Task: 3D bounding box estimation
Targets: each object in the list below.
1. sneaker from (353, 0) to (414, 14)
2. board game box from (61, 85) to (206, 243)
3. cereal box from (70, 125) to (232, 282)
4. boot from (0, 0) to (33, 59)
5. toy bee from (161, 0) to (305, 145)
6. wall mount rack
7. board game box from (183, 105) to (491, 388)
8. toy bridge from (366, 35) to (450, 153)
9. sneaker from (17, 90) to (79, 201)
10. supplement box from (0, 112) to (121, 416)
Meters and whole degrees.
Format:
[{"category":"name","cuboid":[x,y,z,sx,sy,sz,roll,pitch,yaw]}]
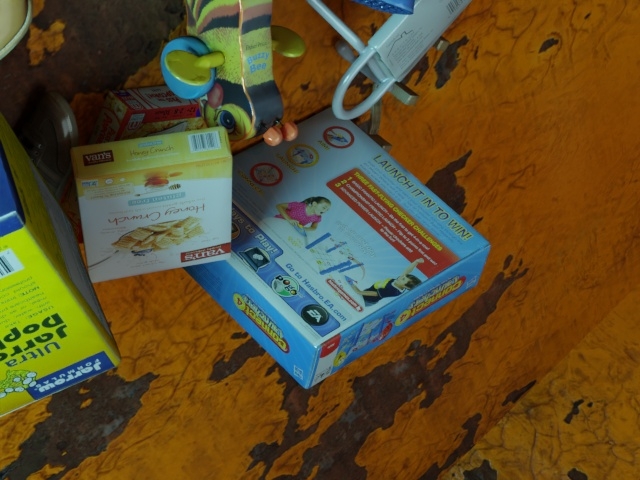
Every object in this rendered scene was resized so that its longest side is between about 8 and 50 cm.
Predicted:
[{"category":"sneaker","cuboid":[0.015,-0.333,2.006,0.232,0.081,0.090,18,85,-25]},{"category":"board game box","cuboid":[-0.218,-0.092,2.078,0.147,0.045,0.193,-13,137,-49]},{"category":"cereal box","cuboid":[-0.186,-0.037,1.988,0.173,0.047,0.240,-10,152,-8]},{"category":"boot","cuboid":[-0.326,-0.263,1.660,0.197,0.073,0.152,-63,154,3]},{"category":"toy bee","cuboid":[-0.084,-0.181,1.968,0.195,0.162,0.298,-42,142,-31]},{"category":"wall mount rack","cuboid":[0.085,-0.327,2.136,0.350,0.130,0.304,-49,157,-1]},{"category":"board game box","cuboid":[0.000,0.000,2.237,0.302,0.308,0.086,-28,149,-33]},{"category":"toy bridge","cuboid":[0.104,-0.205,2.386,0.026,0.063,0.188,-4,129,-54]},{"category":"sneaker","cuboid":[-0.316,-0.077,1.929,0.071,0.066,0.188,-23,144,-39]},{"category":"supplement box","cuboid":[-0.362,0.016,1.787,0.195,0.194,0.356,-23,151,-1]}]
